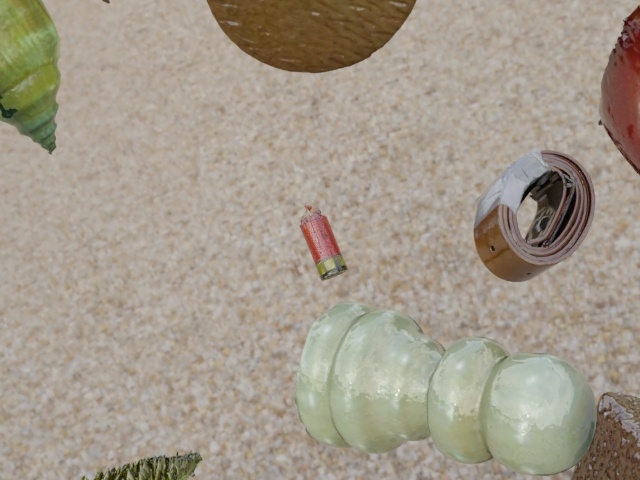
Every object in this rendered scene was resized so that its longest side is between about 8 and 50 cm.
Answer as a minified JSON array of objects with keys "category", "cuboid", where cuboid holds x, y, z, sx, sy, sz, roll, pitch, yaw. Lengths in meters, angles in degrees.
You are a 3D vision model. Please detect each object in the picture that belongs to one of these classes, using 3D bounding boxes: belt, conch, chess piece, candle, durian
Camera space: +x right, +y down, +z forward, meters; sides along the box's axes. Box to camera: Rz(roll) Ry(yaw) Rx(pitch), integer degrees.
[{"category":"belt","cuboid":[0.375,-0.046,1.690,0.261,0.184,0.105,-58,5,-31]},{"category":"conch","cuboid":[-0.268,-0.166,0.802,0.095,0.201,0.079,-15,35,-10]},{"category":"chess piece","cuboid":[0.110,0.129,0.795,0.243,0.133,0.133,5,39,38]},{"category":"candle","cuboid":[0.000,0.000,1.608,0.052,0.131,0.052,-23,-6,-2]},{"category":"durian","cuboid":[-0.362,0.527,1.784,0.163,0.198,0.394,16,40,39]}]

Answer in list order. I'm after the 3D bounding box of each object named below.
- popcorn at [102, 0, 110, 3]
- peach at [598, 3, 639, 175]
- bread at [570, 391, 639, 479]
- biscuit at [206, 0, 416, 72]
[{"category":"popcorn","cuboid":[-0.313,-0.434,1.238,0.168,0.195,0.173,-28,75,-30]},{"category":"peach","cuboid":[0.449,-0.156,1.031,0.258,0.361,0.201,-43,62,13]},{"category":"bread","cuboid":[0.344,0.400,1.140,0.113,0.416,0.165,12,16,-9]},{"category":"biscuit","cuboid":[-0.009,-0.315,1.091,0.262,0.262,0.037,-18,35,2]}]
